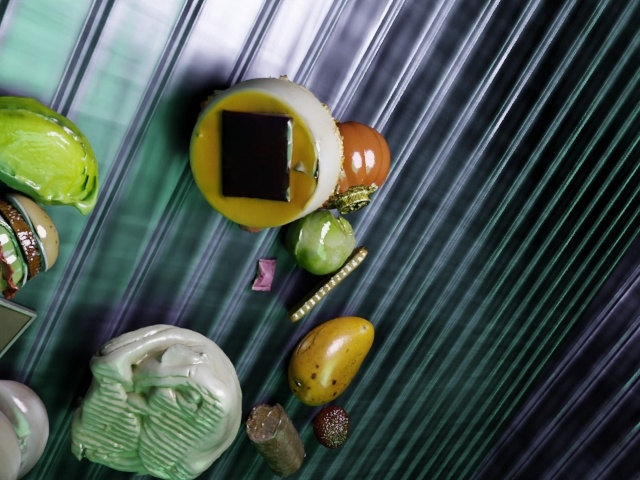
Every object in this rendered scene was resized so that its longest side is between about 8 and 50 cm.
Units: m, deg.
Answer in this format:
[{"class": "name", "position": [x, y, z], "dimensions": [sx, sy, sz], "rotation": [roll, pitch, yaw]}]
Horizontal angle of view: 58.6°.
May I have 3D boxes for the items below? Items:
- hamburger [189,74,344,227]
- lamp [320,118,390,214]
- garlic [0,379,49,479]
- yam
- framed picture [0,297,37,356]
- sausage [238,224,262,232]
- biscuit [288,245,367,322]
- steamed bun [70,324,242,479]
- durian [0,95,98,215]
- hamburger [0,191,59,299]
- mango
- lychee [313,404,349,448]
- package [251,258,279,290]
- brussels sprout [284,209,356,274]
[{"class": "hamburger", "position": [-0.102, -0.161, 1.051], "dimensions": [0.179, 0.294, 0.276], "rotation": [-60, 152, -66]}, {"class": "lamp", "position": [0.040, -0.157, 1.209], "dimensions": [0.223, 0.196, 0.223], "rotation": [-19, 166, -5]}, {"class": "garlic", "position": [-0.653, 0.342, 1.067], "dimensions": [0.246, 0.231, 0.340], "rotation": [-6, 117, 19]}, {"class": "yam", "position": [-0.129, 0.573, 1.651], "dimensions": [0.128, 0.129, 0.238], "rotation": [-34, 136, -15]}, {"class": "framed picture", "position": [-0.643, 0.150, 1.020], "dimensions": [0.150, 0.015, 0.203], "rotation": [-49, 138, 2]}, {"class": "sausage", "position": [-0.125, -0.104, 1.204], "dimensions": [0.077, 0.077, 0.194], "rotation": [2, 120, -39]}, {"class": "biscuit", "position": [0.019, 0.108, 1.426], "dimensions": [0.254, 0.029, 0.172], "rotation": [-44, -179, -3]}, {"class": "steamed bun", "position": [-0.342, 0.323, 1.226], "dimensions": [0.394, 0.237, 0.346], "rotation": [-19, 108, 15]}, {"class": "durian", "position": [-0.446, -0.142, 0.900], "dimensions": [0.139, 0.101, 0.250], "rotation": [-53, 138, 4]}, {"class": "hamburger", "position": [-0.502, 0.001, 0.921], "dimensions": [0.137, 0.175, 0.175], "rotation": [-29, 136, -39]}, {"class": "mango", "position": [0.028, 0.320, 1.578], "dimensions": [0.290, 0.160, 0.191], "rotation": [-43, 128, -10]}, {"class": "lychee", "position": [0.034, 0.584, 1.797], "dimensions": [0.123, 0.123, 0.129], "rotation": [-1, 113, -38]}, {"class": "package", "position": [-0.133, 0.082, 1.366], "dimensions": [0.059, 0.029, 0.083], "rotation": [5, 108, -44]}, {"class": "brussels sprout", "position": [-0.004, 0.007, 1.347], "dimensions": [0.183, 0.131, 0.145], "rotation": [41, 68, -48]}]
